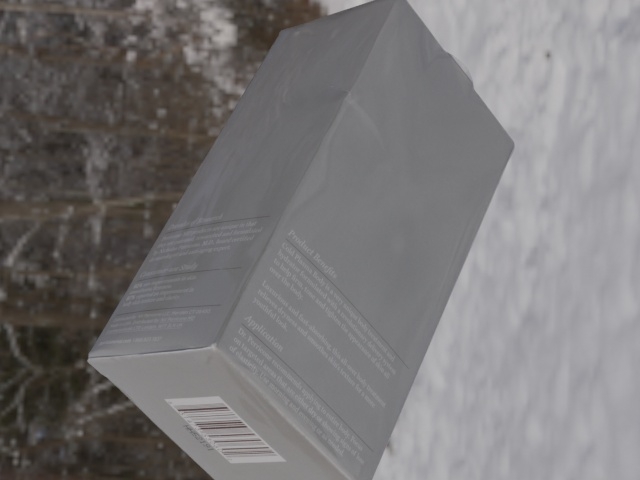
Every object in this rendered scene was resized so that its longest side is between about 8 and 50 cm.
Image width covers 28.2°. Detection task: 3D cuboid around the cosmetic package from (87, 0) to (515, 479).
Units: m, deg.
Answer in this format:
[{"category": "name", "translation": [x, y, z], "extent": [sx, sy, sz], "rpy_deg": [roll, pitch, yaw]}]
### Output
[{"category": "cosmetic package", "translation": [0.000, 0.000, 0.662], "extent": [0.127, 0.107, 0.238], "rpy_deg": [49, -130, -29]}]
